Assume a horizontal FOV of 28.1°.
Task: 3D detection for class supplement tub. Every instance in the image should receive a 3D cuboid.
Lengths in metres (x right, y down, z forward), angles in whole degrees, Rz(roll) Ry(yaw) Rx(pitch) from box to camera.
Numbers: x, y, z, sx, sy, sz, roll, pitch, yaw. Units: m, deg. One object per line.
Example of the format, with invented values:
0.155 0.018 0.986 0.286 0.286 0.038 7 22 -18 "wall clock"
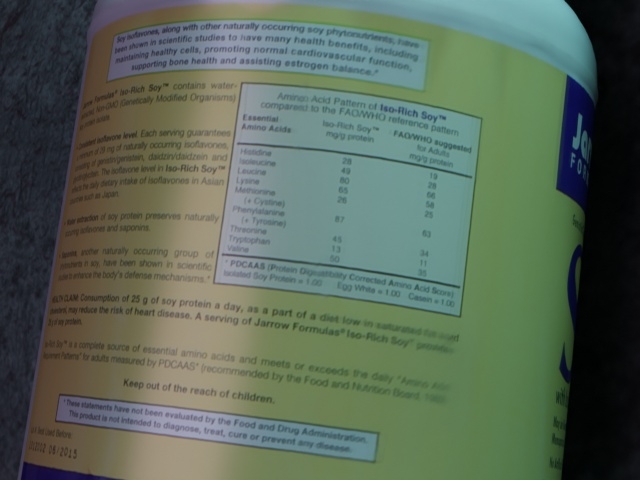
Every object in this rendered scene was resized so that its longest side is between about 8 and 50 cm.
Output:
0.000 0.000 0.591 0.241 0.241 0.331 -3 76 49 "supplement tub"
